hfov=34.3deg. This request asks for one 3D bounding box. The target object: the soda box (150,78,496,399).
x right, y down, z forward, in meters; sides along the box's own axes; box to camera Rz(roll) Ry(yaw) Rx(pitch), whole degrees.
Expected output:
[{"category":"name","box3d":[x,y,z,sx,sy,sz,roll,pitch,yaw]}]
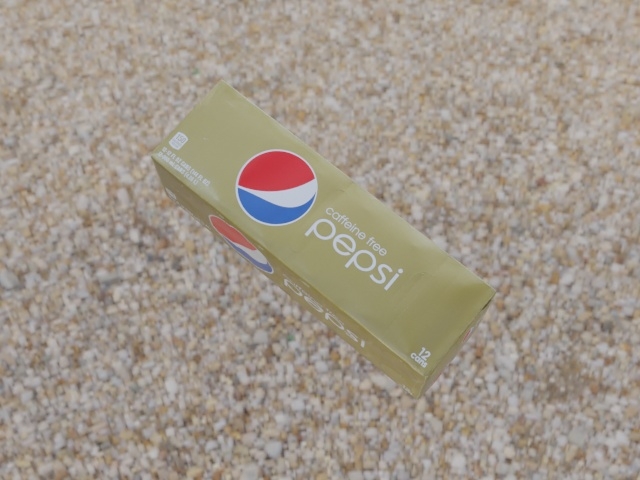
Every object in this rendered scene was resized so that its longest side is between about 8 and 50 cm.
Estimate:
[{"category":"soda box","box3d":[0.000,0.000,0.539,0.181,0.061,0.058,38,76,12]}]
